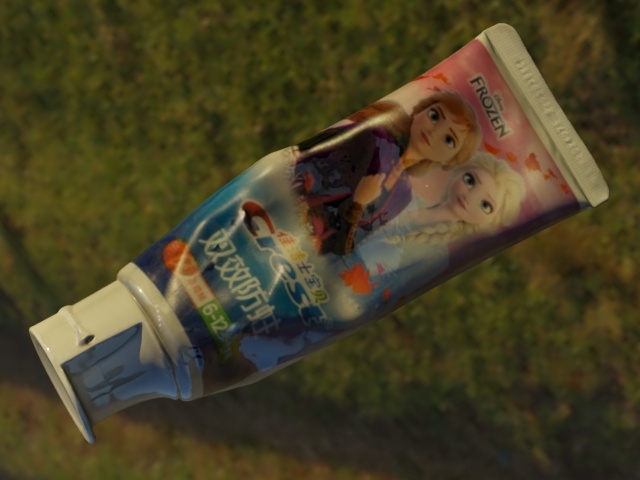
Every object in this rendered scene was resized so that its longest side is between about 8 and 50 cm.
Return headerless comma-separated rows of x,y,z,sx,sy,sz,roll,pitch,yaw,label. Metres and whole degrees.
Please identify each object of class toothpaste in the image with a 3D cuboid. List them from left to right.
0.000,0.000,0.879,0.096,0.266,0.061,60,165,3,toothpaste
